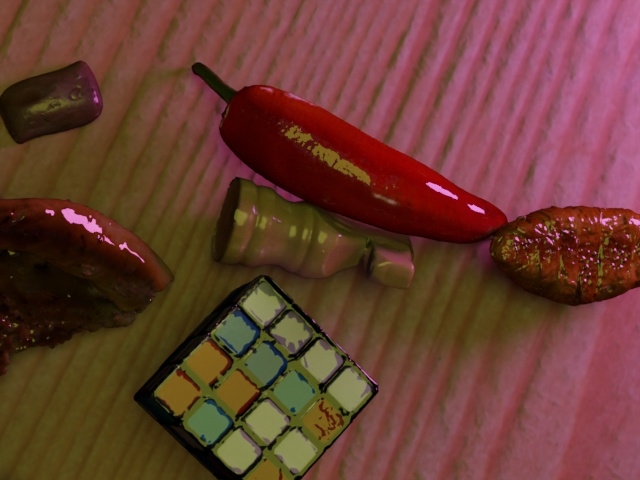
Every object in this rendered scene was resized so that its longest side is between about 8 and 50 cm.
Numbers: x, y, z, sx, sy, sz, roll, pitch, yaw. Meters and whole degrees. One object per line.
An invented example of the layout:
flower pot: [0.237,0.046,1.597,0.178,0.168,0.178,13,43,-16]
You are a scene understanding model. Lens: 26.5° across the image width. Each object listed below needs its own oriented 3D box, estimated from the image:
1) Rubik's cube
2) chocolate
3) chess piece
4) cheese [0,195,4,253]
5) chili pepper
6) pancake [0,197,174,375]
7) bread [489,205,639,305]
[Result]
Rubik's cube: [-0.065,0.143,1.283,0.154,0.151,0.155,46,75,-5]
chocolate: [-0.265,-0.139,1.333,0.100,0.031,0.065,-18,83,-14]
chess piece: [0.000,0.000,1.351,0.200,0.090,0.090,13,80,-14]
cheese: [-0.415,0.034,1.249,0.163,0.082,0.286,45,77,-4]
chili pepper: [0.028,-0.068,1.350,0.368,0.137,0.092,30,98,-9]
pancake: [-0.281,0.068,1.243,0.266,0.057,0.244,35,89,-39]
bread: [0.274,0.016,1.421,0.233,0.076,0.105,-2,89,-18]
